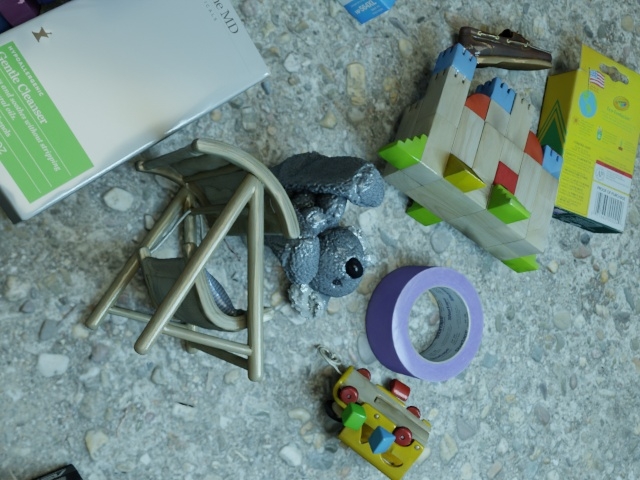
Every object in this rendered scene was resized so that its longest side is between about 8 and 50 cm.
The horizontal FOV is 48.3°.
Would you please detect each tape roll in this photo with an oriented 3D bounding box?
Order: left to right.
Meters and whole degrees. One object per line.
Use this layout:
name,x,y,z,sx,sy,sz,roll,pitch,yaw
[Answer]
tape roll,0.175,0.136,1.191,0.188,0.080,0.189,0,90,-28

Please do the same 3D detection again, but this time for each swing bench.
swing bench,-0.159,0.020,0.909,0.165,0.253,0.255,20,81,-28

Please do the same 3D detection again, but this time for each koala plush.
koala plush,0.000,0.000,1.063,0.196,0.203,0.221,-48,132,-18

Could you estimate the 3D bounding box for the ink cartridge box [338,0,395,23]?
ink cartridge box,0.051,-0.472,1.122,0.203,0.086,0.148,38,73,-24

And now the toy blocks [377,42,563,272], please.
toy blocks,0.275,-0.151,1.211,0.381,0.190,0.261,32,64,-24

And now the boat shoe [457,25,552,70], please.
boat shoe,0.336,-0.345,1.286,0.206,0.073,0.073,-2,93,-29

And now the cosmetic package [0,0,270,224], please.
cosmetic package,-0.274,-0.196,0.904,0.365,0.155,0.197,-38,105,-22

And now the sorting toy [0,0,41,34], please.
sorting toy,-0.487,-0.392,0.836,0.126,0.127,0.366,-30,109,4

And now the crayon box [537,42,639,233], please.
crayon box,0.518,-0.191,1.382,0.202,0.081,0.319,17,82,-28

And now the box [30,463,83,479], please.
box,-0.409,0.388,0.733,0.394,0.318,0.097,-17,97,-29

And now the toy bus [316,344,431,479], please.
toy bus,0.072,0.283,1.115,0.190,0.202,0.104,23,109,-34

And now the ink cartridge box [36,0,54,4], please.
ink cartridge box,-0.286,-0.466,0.813,0.270,0.151,0.396,-32,91,-8
